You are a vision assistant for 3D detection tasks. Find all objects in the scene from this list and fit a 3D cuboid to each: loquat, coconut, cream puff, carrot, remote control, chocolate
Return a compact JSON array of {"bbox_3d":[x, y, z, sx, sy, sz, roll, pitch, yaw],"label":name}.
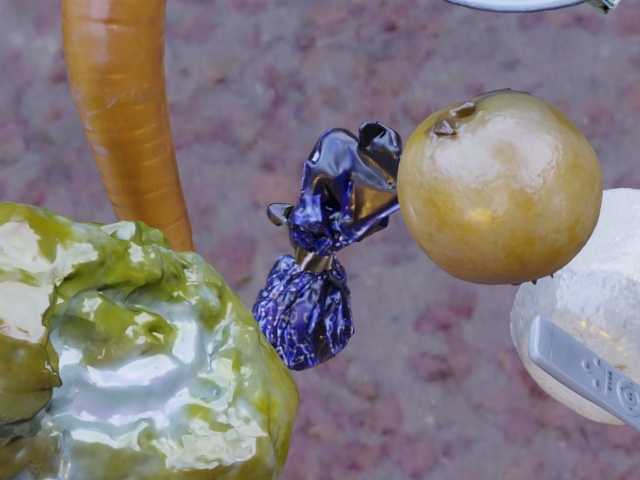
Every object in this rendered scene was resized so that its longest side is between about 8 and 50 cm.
[{"bbox_3d":[0.130,-0.037,1.246,0.163,0.163,0.137,0,43,16],"label":"loquat"},{"bbox_3d":[0.346,0.066,1.888,0.237,0.237,0.266,13,45,25],"label":"coconut"},{"bbox_3d":[-0.155,0.088,0.828,0.282,0.282,0.185,-25,32,-6],"label":"cream puff"},{"bbox_3d":[-0.104,-0.079,0.922,0.062,0.271,0.066,2,18,10],"label":"carrot"},{"bbox_3d":[0.259,0.134,1.614,0.027,0.184,0.050,-32,34,41],"label":"remote control"},{"bbox_3d":[0.003,-0.004,1.858,0.148,0.343,0.126,39,49,18],"label":"chocolate"}]

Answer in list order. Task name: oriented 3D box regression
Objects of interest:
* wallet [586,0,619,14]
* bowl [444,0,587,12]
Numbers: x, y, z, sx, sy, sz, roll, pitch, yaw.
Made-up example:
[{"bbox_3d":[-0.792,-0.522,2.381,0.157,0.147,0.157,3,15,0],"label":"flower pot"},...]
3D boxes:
[{"bbox_3d":[0.276,-0.329,1.883,0.155,0.039,0.110,33,57,-14],"label":"wallet"},{"bbox_3d":[0.112,-0.260,0.955,0.237,0.238,0.126,-1,32,15],"label":"bowl"}]
